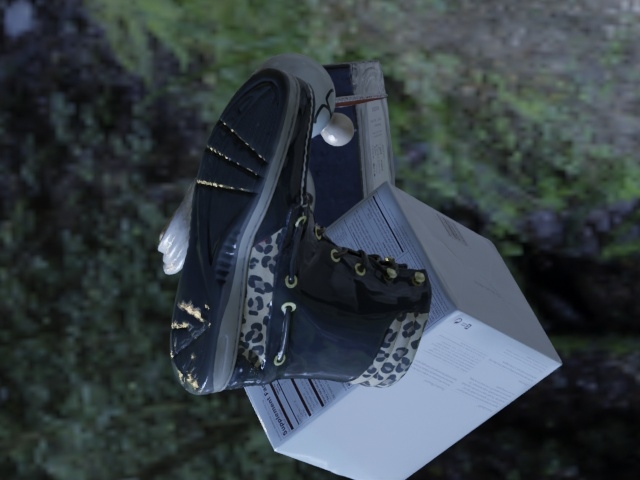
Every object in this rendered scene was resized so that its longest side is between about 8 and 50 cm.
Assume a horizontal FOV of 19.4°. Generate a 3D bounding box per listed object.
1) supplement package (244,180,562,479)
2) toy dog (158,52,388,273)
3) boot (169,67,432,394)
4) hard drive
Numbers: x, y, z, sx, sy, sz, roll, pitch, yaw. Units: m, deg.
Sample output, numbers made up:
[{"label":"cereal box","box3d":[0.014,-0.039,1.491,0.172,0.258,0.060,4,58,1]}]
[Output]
[{"label":"supplement package","box3d":[0.059,0.088,1.635,0.203,0.194,0.149,-38,56,17]},{"label":"toy dog","box3d":[-0.025,-0.045,1.625,0.220,0.161,0.334,-62,5,0]},{"label":"boot","box3d":[-0.001,0.000,1.338,0.085,0.179,0.236,33,112,54]},{"label":"hard drive","box3d":[0.038,-0.015,1.936,0.064,0.237,0.339,-3,95,9]}]
